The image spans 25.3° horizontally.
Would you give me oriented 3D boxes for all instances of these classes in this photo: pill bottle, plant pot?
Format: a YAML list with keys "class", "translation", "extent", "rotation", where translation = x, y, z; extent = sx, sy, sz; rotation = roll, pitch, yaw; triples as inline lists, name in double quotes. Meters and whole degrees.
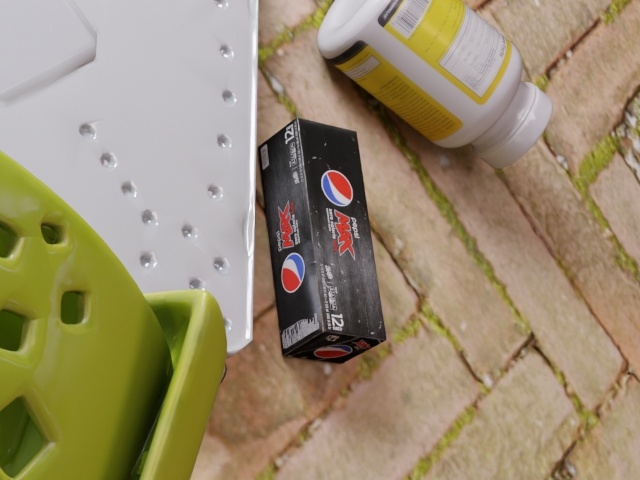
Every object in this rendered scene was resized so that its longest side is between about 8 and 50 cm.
- class: "pill bottle"
  translation: [0.095, -0.140, 1.145]
  extent: [0.184, 0.103, 0.103]
  rotation: [37, 49, -19]
- class: "plant pot"
  translation: [-0.188, 0.091, 0.687]
  extent: [0.207, 0.227, 0.228]
  rotation: [29, 68, -33]

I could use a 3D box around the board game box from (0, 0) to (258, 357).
- class: "board game box"
  translation: [-0.217, -0.139, 0.926]
  extent: [0.390, 0.050, 0.389]
  rotation: [18, 57, -31]

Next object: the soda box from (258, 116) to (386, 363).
- class: "soda box"
  translation: [0.000, 0.000, 1.026]
  extent: [0.060, 0.053, 0.168]
  rotation: [11, 61, -36]
